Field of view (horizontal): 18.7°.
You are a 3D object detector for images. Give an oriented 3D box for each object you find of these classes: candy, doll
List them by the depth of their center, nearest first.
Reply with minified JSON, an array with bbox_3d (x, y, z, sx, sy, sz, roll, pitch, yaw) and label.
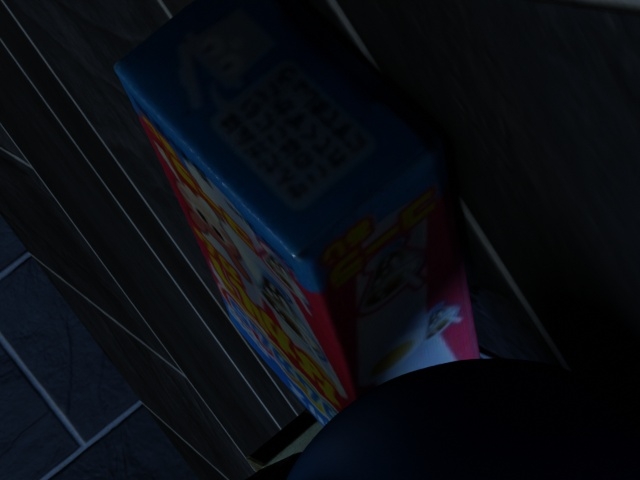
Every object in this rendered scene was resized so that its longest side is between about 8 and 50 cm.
[{"bbox_3d":[0.061,0.183,0.970,0.310,0.284,0.240,-16,71,58],"label":"doll"},{"bbox_3d":[-0.001,0.001,1.075,0.157,0.100,0.306,45,168,26],"label":"candy"}]

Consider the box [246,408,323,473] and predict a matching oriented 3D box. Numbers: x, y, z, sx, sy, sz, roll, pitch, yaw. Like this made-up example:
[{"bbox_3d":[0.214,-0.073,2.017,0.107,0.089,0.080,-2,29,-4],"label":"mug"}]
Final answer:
[{"bbox_3d":[-0.026,0.199,1.837,0.035,0.083,0.079,53,168,-8],"label":"box"}]
